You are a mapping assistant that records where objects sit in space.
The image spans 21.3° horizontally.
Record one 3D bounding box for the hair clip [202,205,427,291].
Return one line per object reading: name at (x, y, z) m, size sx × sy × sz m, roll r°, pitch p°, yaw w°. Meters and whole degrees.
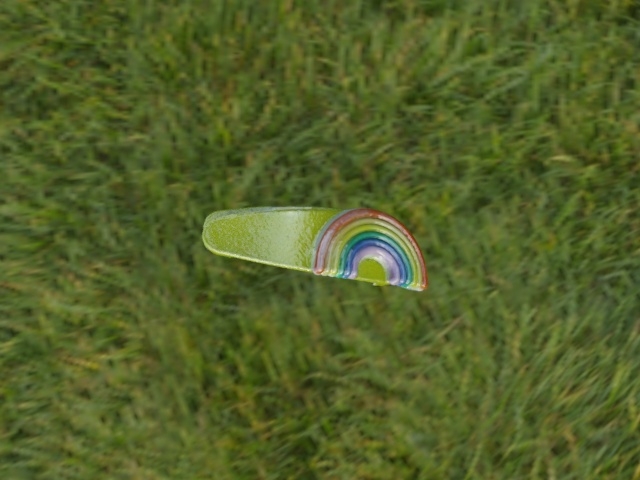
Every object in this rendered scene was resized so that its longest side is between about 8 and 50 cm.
hair clip at (0.000, 0.000, 1.307) m, size 0.188 × 0.033 × 0.060 m, roll 7°, pitch 73°, yaw -23°
